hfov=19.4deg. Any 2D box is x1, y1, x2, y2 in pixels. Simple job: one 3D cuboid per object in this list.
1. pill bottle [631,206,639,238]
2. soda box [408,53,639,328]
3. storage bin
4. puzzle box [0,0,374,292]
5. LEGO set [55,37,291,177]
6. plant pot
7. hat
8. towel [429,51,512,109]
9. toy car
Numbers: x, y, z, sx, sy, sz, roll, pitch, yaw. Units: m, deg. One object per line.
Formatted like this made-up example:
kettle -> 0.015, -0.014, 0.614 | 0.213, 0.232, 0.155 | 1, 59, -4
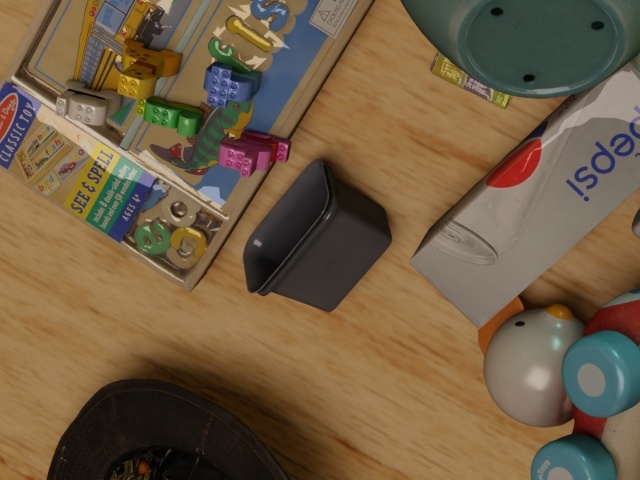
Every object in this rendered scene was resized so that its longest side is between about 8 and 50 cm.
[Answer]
pill bottle -> 0.384, 0.000, 1.677 | 0.186, 0.112, 0.112 | 34, 117, 0
soda box -> 0.215, -0.051, 1.717 | 0.098, 0.091, 0.286 | 44, 116, -4
storage bin -> 0.000, 0.000, 1.809 | 0.091, 0.098, 0.135 | 27, 119, -27
puzzle box -> -0.137, -0.180, 1.789 | 0.272, 0.052, 0.409 | 33, 117, 2
LEGO set -> -0.143, -0.128, 1.730 | 0.227, 0.093, 0.087 | 15, 115, 10
plant pot -> 0.180, -0.231, 1.528 | 0.290, 0.195, 0.290 | 3, 143, 2
hat -> -0.117, 0.284, 1.928 | 0.331, 0.134, 0.331 | 6, 102, 30
towel -> 0.147, -0.163, 1.736 | 0.083, 0.009, 0.060 | 28, 116, 4
toy car -> 0.236, 0.112, 1.749 | 0.238, 0.219, 0.210 | 31, 120, 34
